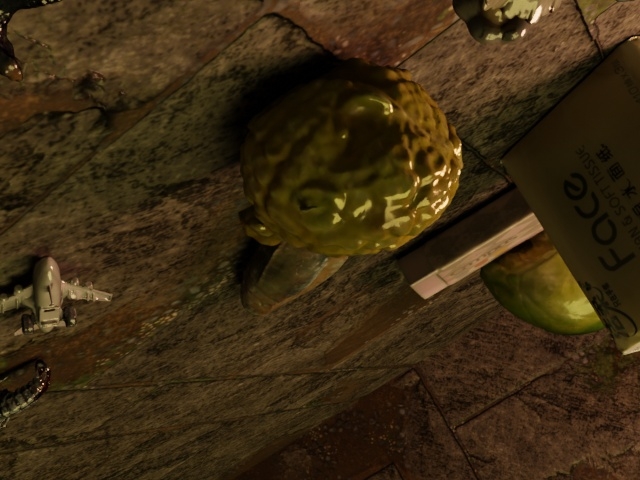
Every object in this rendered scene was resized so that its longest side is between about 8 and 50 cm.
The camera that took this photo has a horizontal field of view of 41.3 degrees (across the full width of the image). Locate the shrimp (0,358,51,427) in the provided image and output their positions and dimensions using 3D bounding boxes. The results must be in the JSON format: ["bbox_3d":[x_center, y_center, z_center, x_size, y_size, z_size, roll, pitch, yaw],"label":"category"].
[{"bbox_3d":[-0.468,0.231,1.216,0.174,0.076,0.082,-26,139,-10],"label":"shrimp"}]

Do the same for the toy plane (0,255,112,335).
[{"bbox_3d":[-0.328,0.072,1.020,0.162,0.065,0.171,-8,159,-23],"label":"toy plane"}]

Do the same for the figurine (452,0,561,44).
[{"bbox_3d":[0.191,-0.299,0.652,0.207,0.166,0.387,-42,168,-17],"label":"figurine"}]

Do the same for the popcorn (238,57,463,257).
[{"bbox_3d":[0.022,-0.075,0.945,0.252,0.205,0.237,-29,180,38],"label":"popcorn"}]

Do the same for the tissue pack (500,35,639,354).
[{"bbox_3d":[0.534,-0.072,1.360,0.205,0.404,0.331,-9,153,-39],"label":"tissue pack"}]

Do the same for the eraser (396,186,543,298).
[{"bbox_3d":[0.352,-0.020,1.722,0.397,0.082,0.213,-32,161,9],"label":"eraser"}]

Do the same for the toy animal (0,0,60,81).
[{"bbox_3d":[-0.221,-0.148,0.537,0.220,0.107,0.062,-28,167,3],"label":"toy animal"}]

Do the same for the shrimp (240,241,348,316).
[{"bbox_3d":[0.000,0.000,1.254,0.221,0.109,0.445,-26,165,-26],"label":"shrimp"}]

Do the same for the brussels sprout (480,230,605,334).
[{"bbox_3d":[0.513,0.058,1.841,0.344,0.344,0.268,-3,123,-53],"label":"brussels sprout"}]
